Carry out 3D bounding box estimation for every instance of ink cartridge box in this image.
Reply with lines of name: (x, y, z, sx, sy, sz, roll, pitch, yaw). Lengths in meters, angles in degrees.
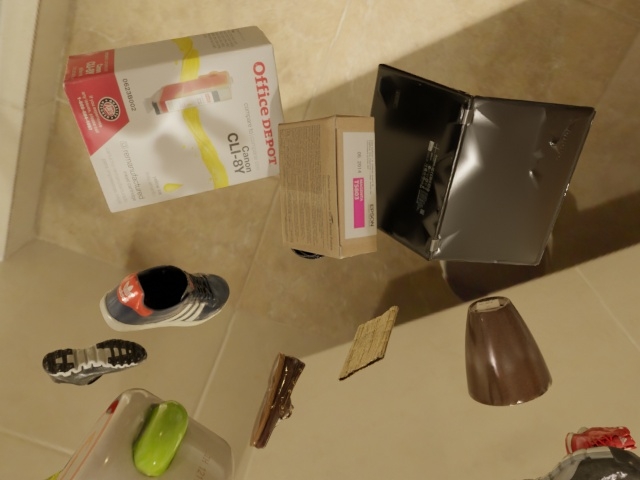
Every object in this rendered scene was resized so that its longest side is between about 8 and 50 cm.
ink cartridge box: (-0.270, -0.249, 1.126, 0.384, 0.160, 0.279, -14, 126, -10)
ink cartridge box: (0.009, -0.097, 0.995, 0.088, 0.193, 0.235, -7, 101, -34)

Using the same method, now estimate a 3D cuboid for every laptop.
laptop: (0.318, -0.167, 1.275, 0.408, 0.236, 0.382, 35, 128, 38)

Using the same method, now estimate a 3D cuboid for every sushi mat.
sushi mat: (0.140, 0.285, 1.588, 0.151, 0.316, 0.019, -35, 96, 22)

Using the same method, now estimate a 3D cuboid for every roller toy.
roller toy: (-0.181, 0.259, 0.545, 0.146, 0.191, 0.209, 37, 153, -12)

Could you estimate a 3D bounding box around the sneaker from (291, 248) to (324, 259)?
sneaker: (-0.001, 0.000, 1.262, 0.104, 0.147, 0.296, -15, 142, 21)

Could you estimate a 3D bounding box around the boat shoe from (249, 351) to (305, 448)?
boat shoe: (-0.087, 0.341, 1.182, 0.073, 0.207, 0.073, 27, 152, -13)

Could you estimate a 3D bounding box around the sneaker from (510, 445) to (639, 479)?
sneaker: (0.263, 0.321, 0.614, 0.086, 0.132, 0.229, 41, 133, 3)

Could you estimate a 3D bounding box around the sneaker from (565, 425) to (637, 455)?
sneaker: (0.684, 0.492, 1.356, 0.128, 0.221, 0.087, -27, 79, 35)

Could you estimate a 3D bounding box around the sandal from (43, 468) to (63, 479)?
sandal: (-0.443, 0.475, 1.000, 0.317, 0.126, 0.138, -29, 86, 11)

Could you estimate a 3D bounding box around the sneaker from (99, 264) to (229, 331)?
sneaker: (-0.312, 0.115, 1.271, 0.148, 0.350, 0.131, -41, 74, 29)

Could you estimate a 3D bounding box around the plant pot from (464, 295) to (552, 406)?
plant pot: (0.461, 0.270, 1.446, 0.215, 0.215, 0.231, -15, 99, 11)

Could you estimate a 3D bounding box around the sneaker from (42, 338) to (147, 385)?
sneaker: (-0.545, 0.301, 1.360, 0.234, 0.078, 0.106, -4, 143, -25)
